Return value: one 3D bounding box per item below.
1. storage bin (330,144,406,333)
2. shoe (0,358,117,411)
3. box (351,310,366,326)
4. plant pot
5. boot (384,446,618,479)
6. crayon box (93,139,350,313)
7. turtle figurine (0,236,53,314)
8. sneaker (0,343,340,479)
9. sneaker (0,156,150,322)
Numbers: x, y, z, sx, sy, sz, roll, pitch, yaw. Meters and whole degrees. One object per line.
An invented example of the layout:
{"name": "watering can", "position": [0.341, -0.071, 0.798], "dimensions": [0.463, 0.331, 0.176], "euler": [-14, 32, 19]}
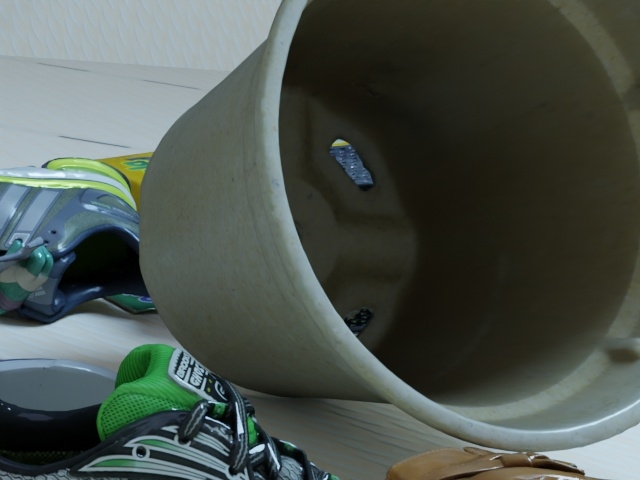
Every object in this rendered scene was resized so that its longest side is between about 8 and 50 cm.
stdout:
{"name": "storage bin", "position": [0.000, 0.000, 1.489], "dimensions": [0.180, 0.122, 0.084], "euler": [-4, 23, 0]}
{"name": "shoe", "position": [-0.193, 0.088, 1.145], "dimensions": [0.178, 0.063, 0.081], "euler": [0, 17, -11]}
{"name": "box", "position": [0.123, 0.064, 1.560], "dimensions": [0.178, 0.042, 0.109], "euler": [13, 12, 35]}
{"name": "plant pot", "position": [0.044, -0.024, 1.245], "dimensions": [0.334, 0.333, 0.305], "euler": [2, -10, -28]}
{"name": "boot", "position": [0.144, 0.145, 1.029], "dimensions": [0.197, 0.073, 0.152], "euler": [16, -3, -32]}
{"name": "crayon box", "position": [-0.062, -0.025, 1.680], "dimensions": [0.323, 0.083, 0.203], "euler": [-10, 18, -32]}
{"name": "turtle figurine", "position": [-0.272, 0.029, 1.274], "dimensions": [0.175, 0.118, 0.234], "euler": [21, -7, -7]}
{"name": "sneaker", "position": [-0.035, 0.126, 0.823], "dimensions": [0.344, 0.146, 0.134], "euler": [8, 10, 0]}
{"name": "sneaker", "position": [-0.248, 0.005, 1.462], "dimensions": [0.300, 0.111, 0.121], "euler": [-9, 33, -34]}
